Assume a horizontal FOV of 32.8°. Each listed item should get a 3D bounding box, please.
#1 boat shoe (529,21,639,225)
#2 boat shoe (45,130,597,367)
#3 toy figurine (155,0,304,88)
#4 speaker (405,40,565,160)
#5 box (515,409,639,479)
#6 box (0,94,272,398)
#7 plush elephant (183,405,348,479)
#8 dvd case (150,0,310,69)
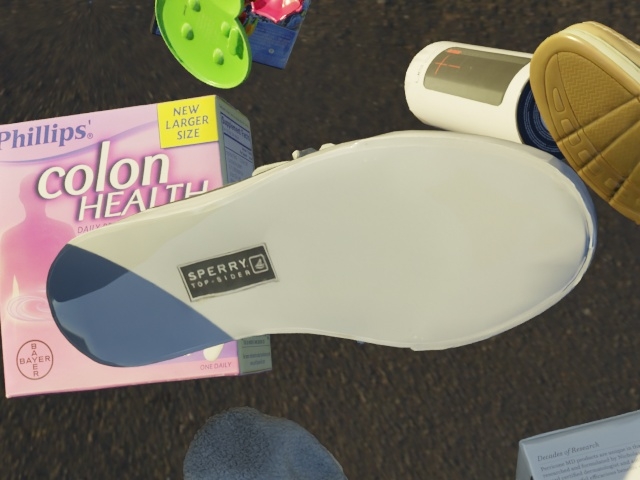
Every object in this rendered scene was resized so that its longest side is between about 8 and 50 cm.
[{"bbox_3d":[0.130,-0.027,0.373,0.135,0.050,0.045,44,59,-3],"label":"boat shoe"},{"bbox_3d":[0.001,0.004,0.594,0.306,0.105,0.113,-16,101,26],"label":"boat shoe"},{"bbox_3d":[-0.073,-0.272,1.164,0.130,0.173,0.159,39,58,9],"label":"toy figurine"},{"bbox_3d":[0.100,-0.082,0.624,0.055,0.136,0.055,-6,106,-20],"label":"speaker"},{"bbox_3d":[0.310,0.278,1.156,0.182,0.119,0.181,-14,144,-1],"label":"box"},{"bbox_3d":[-0.168,0.010,0.981,0.214,0.117,0.242,-6,84,10],"label":"box"},{"bbox_3d":[-0.073,0.267,0.734,0.255,0.330,0.272,53,51,-25],"label":"plush elephant"},{"bbox_3d":[-0.092,-0.331,1.319,0.180,0.022,0.253,14,134,-13],"label":"dvd case"}]
